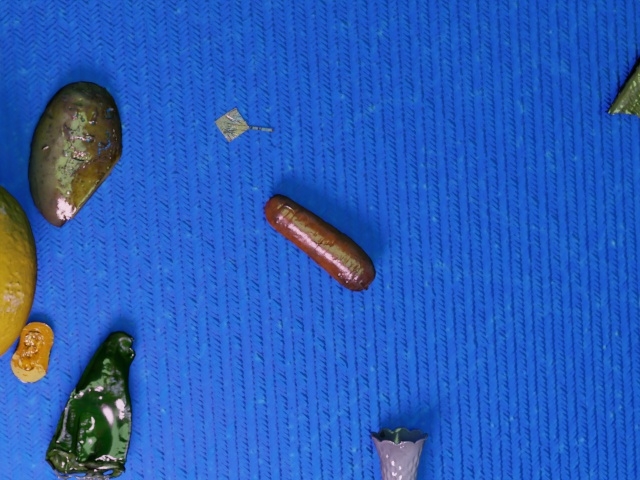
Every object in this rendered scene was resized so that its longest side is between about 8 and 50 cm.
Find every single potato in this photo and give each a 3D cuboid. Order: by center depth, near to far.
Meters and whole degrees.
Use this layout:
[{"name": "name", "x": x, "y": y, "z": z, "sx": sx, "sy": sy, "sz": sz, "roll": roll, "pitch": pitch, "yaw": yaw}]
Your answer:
[{"name": "potato", "x": -0.327, "y": -0.115, "z": 1.907, "sx": 0.119, "sy": 0.054, "sz": 0.197, "roll": 26, "pitch": 88, "yaw": -15}]

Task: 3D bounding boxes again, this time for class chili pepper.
[{"name": "chili pepper", "x": -0.294, "y": 0.227, "z": 1.932, "sx": 0.108, "sy": 0.062, "sz": 0.216, "roll": 20, "pitch": 89, "yaw": -18}]

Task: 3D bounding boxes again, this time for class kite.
[{"name": "kite", "x": -0.106, "y": -0.162, "z": 1.973, "sx": 0.078, "sy": 0.002, "sz": 0.044, "roll": -14, "pitch": 96, "yaw": -9}]

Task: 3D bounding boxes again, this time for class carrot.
[{"name": "carrot", "x": 0.000, "y": 0.000, "z": 1.978, "sx": 0.186, "sy": 0.060, "sz": 0.060, "roll": 40, "pitch": 85, "yaw": -8}]

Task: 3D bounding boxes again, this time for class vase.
[{"name": "vase", "x": 0.111, "y": 0.343, "z": 2.015, "sx": 0.081, "sy": 0.081, "sz": 0.148, "roll": -2, "pitch": 98, "yaw": -11}]

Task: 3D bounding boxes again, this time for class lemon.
[{"name": "lemon", "x": -0.470, "y": 0.046, "z": 1.798, "sx": 0.236, "sy": 0.236, "sz": 0.263, "roll": -13, "pitch": 115, "yaw": -11}]

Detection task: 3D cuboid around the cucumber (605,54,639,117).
[{"name": "cucumber", "x": 0.487, "y": -0.259, "z": 2.069, "sx": 0.070, "sy": 0.046, "sz": 0.220, "roll": 32, "pitch": 88, "yaw": -14}]

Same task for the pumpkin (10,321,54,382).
[{"name": "pumpkin", "x": -0.384, "y": 0.150, "z": 1.923, "sx": 0.050, "sy": 0.028, "sz": 0.083, "roll": 21, "pitch": 81, "yaw": -14}]
